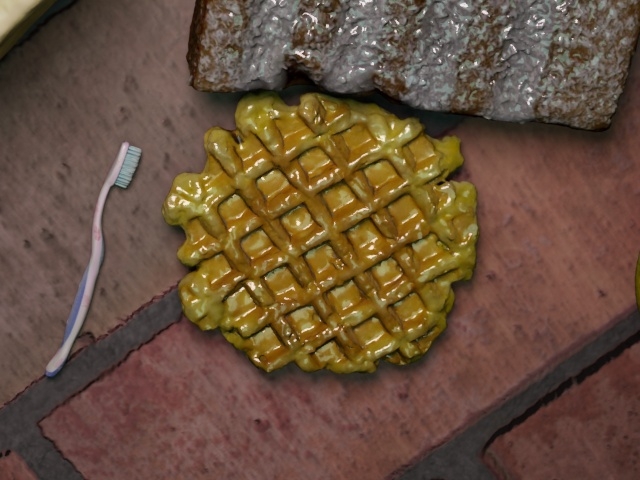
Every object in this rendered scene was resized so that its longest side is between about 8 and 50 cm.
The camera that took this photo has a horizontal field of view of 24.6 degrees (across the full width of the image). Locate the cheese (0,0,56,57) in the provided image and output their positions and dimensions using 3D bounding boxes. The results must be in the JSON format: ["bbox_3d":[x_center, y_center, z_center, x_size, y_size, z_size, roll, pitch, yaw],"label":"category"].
[{"bbox_3d":[-0.284,-0.225,1.237,0.124,0.242,0.265,43,102,-12],"label":"cheese"}]

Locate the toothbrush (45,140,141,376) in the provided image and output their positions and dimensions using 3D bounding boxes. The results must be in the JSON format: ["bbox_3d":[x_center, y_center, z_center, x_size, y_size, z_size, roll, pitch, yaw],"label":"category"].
[{"bbox_3d":[-0.231,0.023,1.473,0.027,0.021,0.269,19,110,-9],"label":"toothbrush"}]

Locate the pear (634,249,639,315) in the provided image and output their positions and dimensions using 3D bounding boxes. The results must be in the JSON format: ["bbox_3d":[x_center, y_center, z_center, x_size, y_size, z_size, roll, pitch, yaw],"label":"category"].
[{"bbox_3d":[0.453,0.037,1.433,0.294,0.294,0.294,-3,114,-6],"label":"pear"}]

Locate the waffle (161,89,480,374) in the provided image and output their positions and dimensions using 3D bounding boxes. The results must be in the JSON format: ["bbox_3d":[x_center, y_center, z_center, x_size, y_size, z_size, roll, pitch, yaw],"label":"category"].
[{"bbox_3d":[0.000,0.000,1.468,0.325,0.068,0.302,11,111,-10],"label":"waffle"}]

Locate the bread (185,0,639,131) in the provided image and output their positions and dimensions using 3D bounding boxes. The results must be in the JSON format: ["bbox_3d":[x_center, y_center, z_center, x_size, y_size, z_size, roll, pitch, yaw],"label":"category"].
[{"bbox_3d":[0.091,-0.203,1.366,0.417,0.113,0.165,5,115,-10],"label":"bread"}]
